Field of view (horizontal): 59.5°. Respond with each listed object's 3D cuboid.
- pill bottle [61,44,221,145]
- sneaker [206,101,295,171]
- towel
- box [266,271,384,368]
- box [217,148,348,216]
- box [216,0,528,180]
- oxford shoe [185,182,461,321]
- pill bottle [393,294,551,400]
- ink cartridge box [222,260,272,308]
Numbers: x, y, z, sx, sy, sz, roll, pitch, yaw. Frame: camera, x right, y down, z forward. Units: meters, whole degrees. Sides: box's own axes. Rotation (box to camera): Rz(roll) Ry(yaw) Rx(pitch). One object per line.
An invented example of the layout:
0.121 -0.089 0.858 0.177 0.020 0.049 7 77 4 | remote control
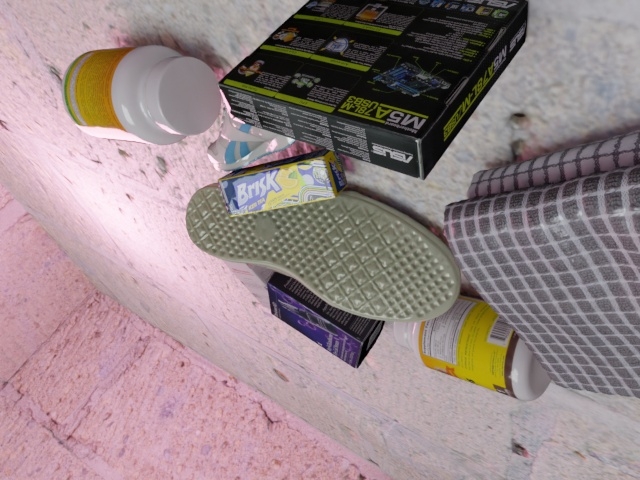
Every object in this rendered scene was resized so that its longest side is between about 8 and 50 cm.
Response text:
-0.258 -0.209 0.809 0.245 0.136 0.136 14 146 41 | pill bottle
-0.093 -0.159 0.754 0.228 0.087 0.092 -13 116 52 | sneaker
0.279 0.047 0.530 0.284 0.121 0.235 51 151 -16 | towel
0.014 0.120 1.037 0.207 0.108 0.153 30 154 16 | box
-0.053 -0.079 0.765 0.168 0.054 0.059 -8 109 27 | box
0.044 -0.147 0.461 0.190 0.184 0.045 22 152 29 | box
0.000 0.000 0.851 0.448 0.169 0.130 15 -172 26 | oxford shoe
0.214 0.140 0.797 0.214 0.117 0.117 11 144 44 | pill bottle
-0.128 0.070 1.194 0.104 0.060 0.180 6 140 50 | ink cartridge box
